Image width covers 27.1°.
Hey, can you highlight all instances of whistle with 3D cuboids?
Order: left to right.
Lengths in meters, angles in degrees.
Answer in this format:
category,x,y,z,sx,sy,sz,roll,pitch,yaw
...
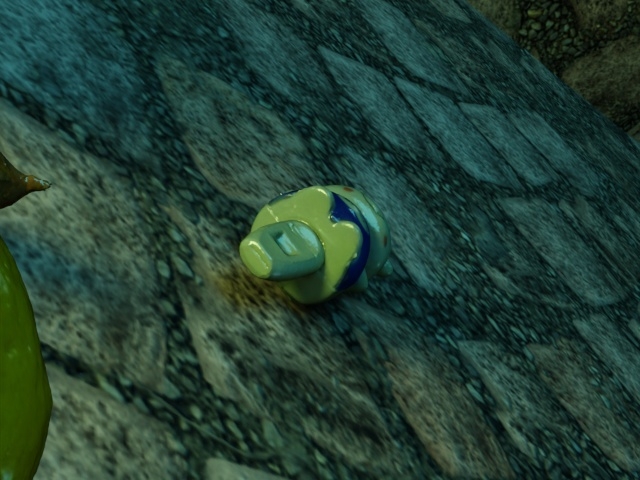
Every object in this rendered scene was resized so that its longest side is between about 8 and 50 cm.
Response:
category,x,y,z,sx,sy,sz,roll,pitch,yaw
whistle,0.000,0.000,1.123,0.110,0.092,0.244,54,21,11

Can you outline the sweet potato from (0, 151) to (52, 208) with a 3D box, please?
category,x,y,z,sx,sy,sz,roll,pitch,yaw
sweet potato,-0.265,-0.042,0.758,0.226,0.068,0.068,-1,47,-44

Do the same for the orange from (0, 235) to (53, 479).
category,x,y,z,sx,sy,sz,roll,pitch,yaw
orange,-0.202,0.053,0.467,0.193,0.219,0.219,14,35,-39
